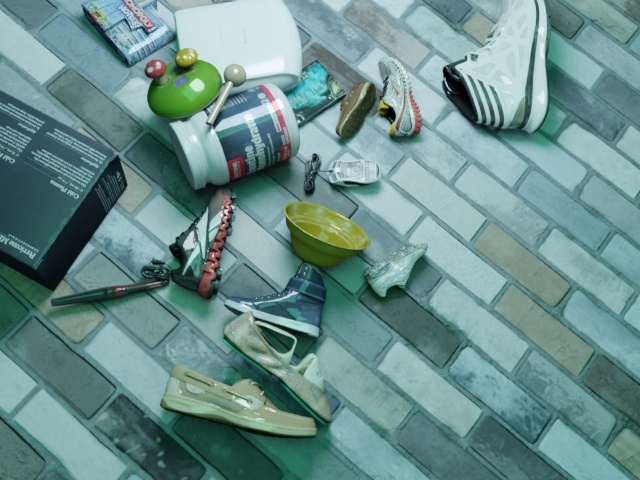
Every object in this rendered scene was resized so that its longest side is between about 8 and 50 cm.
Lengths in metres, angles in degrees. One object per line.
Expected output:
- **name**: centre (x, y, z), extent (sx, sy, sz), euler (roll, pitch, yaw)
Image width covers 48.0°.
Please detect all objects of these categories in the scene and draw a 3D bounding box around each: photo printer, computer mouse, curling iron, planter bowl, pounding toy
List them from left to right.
- **curling iron**: centre (-0.471, 0.104, 1.629), extent (0.273, 0.035, 0.068), euler (-17, 77, -14)
- **pounding toy**: centre (-0.306, -0.372, 1.627), extent (0.236, 0.110, 0.183), euler (17, 59, 30)
- **photo printer**: centre (-0.202, -0.483, 1.818), extent (0.307, 0.107, 0.256), euler (-9, 71, -4)
- **planter bowl**: centre (0.000, 0.000, 1.677), extent (0.217, 0.217, 0.090), euler (25, 112, 1)
- **computer mouse**: centre (0.056, -0.164, 1.792), extent (0.192, 0.042, 0.106), euler (3, 66, -1)

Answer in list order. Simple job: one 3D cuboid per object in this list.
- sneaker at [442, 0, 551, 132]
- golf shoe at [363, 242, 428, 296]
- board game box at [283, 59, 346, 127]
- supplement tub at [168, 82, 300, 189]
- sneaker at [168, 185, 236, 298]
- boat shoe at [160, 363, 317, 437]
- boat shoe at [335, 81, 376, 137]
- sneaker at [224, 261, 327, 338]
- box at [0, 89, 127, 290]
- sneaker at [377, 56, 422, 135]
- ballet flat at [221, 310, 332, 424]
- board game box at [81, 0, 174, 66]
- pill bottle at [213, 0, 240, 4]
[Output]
- **sneaker**: centre (0.456, -0.509, 1.896), extent (0.257, 0.169, 0.448), euler (5, 73, -8)
- **golf shoe**: centre (0.192, 0.070, 1.726), extent (0.176, 0.069, 0.086), euler (-29, 97, -13)
- **board game box**: centre (-0.043, -0.374, 1.859), extent (0.186, 0.026, 0.126), euler (-36, 79, -17)
- **supplement tub**: centre (-0.203, -0.245, 1.704), extent (0.272, 0.191, 0.191), euler (-23, 75, -15)
- **sneaker**: centre (-0.275, -0.008, 1.660), extent (0.135, 0.098, 0.276), euler (14, 71, -6)
- **boat shoe**: centre (-0.166, 0.347, 1.540), extent (0.340, 0.122, 0.110), euler (14, 70, -1)
- **boat shoe**: centre (0.081, -0.336, 1.849), extent (0.060, 0.064, 0.178), euler (15, 65, 31)
- **sneaker**: centre (-0.095, 0.118, 1.643), extent (0.226, 0.086, 0.164), euler (17, 76, -8)
- **box**: centre (-0.670, -0.117, 1.605), extent (0.343, 0.179, 0.313), euler (29, 69, 3)
- **sneaker**: centre (0.188, -0.375, 1.857), extent (0.092, 0.088, 0.225), euler (-13, 73, -10)
- **ballet flat**: centre (-0.068, 0.269, 1.558), extent (0.316, 0.107, 0.106), euler (42, 84, -9)
- **board game box**: centre (-0.476, -0.578, 1.855), extent (0.194, 0.060, 0.194), euler (-39, 80, -17)
- **pill bottle**: centre (-0.221, -0.686, 1.907), extent (0.094, 0.094, 0.170), euler (12, 70, -3)
